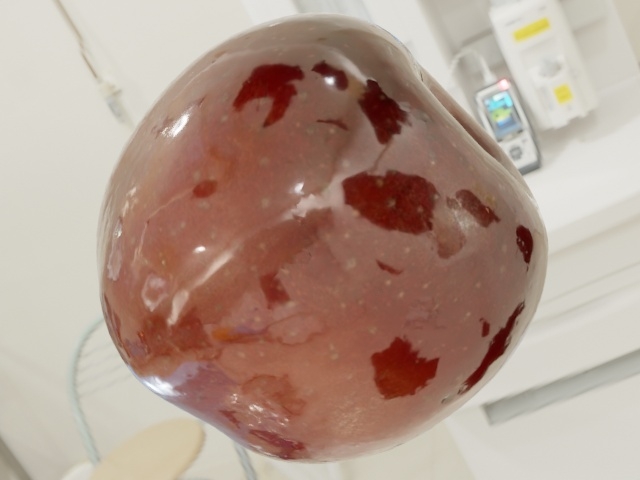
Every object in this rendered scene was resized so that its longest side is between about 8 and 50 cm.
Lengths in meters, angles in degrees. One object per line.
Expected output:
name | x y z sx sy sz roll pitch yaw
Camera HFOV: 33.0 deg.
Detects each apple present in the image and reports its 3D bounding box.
apple | 0.000 0.000 0.543 0.201 0.218 0.218 -49 17 13
